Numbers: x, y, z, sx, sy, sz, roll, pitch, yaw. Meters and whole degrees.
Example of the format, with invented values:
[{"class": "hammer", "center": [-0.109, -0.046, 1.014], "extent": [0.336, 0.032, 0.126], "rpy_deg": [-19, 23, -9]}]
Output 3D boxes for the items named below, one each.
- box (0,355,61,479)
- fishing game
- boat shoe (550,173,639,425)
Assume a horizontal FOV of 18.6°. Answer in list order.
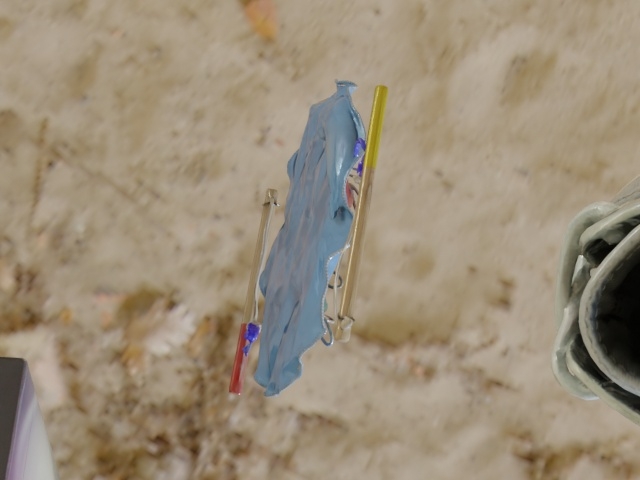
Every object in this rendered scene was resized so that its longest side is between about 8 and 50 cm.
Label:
[{"class": "box", "center": [-0.288, 0.281, 1.402], "extent": [0.183, 0.296, 0.294], "rpy_deg": [0, 143, 4]}, {"class": "fishing game", "center": [0.000, 0.000, 1.109], "extent": [0.041, 0.189, 0.264], "rpy_deg": [13, 163, -12]}, {"class": "boat shoe", "center": [0.094, 0.009, 0.430], "extent": [0.081, 0.227, 0.079], "rpy_deg": [0, 90, -17]}]
